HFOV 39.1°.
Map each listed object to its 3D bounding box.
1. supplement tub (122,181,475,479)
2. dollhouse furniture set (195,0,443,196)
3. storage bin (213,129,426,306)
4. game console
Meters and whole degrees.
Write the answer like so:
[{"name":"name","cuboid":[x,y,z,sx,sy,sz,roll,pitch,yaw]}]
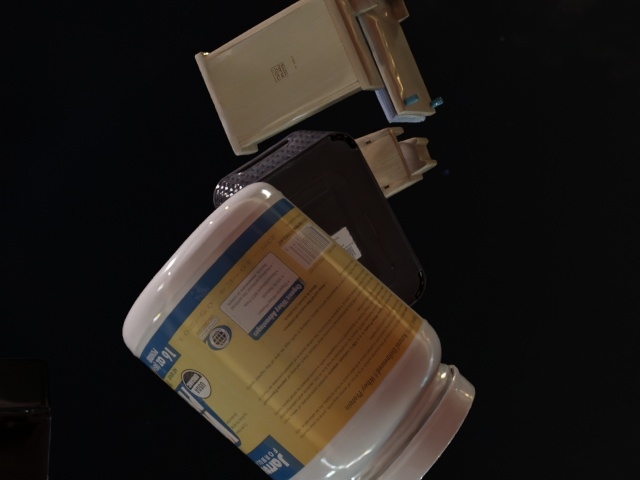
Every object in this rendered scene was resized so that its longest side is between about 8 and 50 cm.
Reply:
[{"name":"supplement tub","cuboid":[-0.013,0.075,0.595,0.199,0.144,0.144,42,-123,2]},{"name":"dollhouse furniture set","cuboid":[0.032,-0.179,1.203,0.303,0.198,0.287,-18,-95,-63]},{"name":"storage bin","cuboid":[0.000,0.000,0.827,0.122,0.084,0.180,-35,-71,-16]},{"name":"game console","cuboid":[-0.280,0.150,0.717,0.122,0.071,0.107,3,-92,-20]}]
